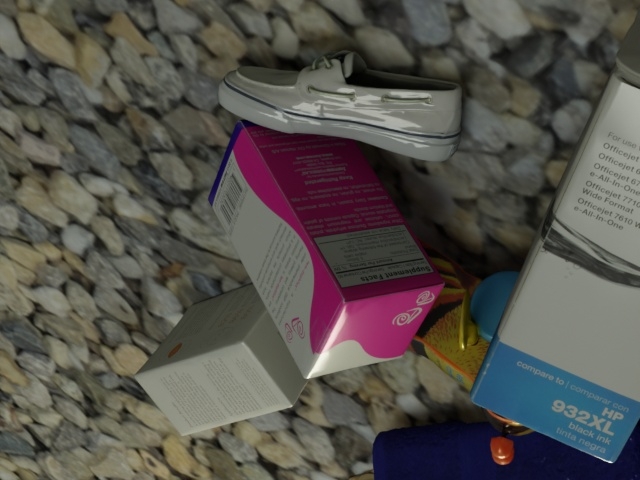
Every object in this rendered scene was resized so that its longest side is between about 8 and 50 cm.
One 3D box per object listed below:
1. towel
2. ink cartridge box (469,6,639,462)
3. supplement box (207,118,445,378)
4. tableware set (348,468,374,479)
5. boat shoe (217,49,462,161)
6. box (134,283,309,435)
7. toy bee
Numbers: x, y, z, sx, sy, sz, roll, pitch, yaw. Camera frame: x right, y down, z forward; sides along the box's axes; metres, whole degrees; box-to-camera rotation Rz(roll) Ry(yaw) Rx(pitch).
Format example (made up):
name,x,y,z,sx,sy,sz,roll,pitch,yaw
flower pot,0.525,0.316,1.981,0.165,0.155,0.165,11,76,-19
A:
name,x,y,z,sx,sy,sz,roll,pitch,yaw
towel,0.200,0.290,1.302,0.308,0.076,0.227,-13,74,34
ink cartridge box,0.245,-0.021,0.992,0.129,0.223,0.307,24,127,9
supplement box,0.000,0.000,1.169,0.220,0.114,0.111,61,143,32
tableware set,0.117,0.304,1.471,0.168,0.020,0.141,48,133,-12
boat shoe,0.020,-0.137,1.160,0.226,0.083,0.075,13,118,7
box,-0.088,0.120,1.370,0.170,0.130,0.091,-20,113,39
toy bee,0.162,0.110,1.178,0.298,0.162,0.195,16,159,39
